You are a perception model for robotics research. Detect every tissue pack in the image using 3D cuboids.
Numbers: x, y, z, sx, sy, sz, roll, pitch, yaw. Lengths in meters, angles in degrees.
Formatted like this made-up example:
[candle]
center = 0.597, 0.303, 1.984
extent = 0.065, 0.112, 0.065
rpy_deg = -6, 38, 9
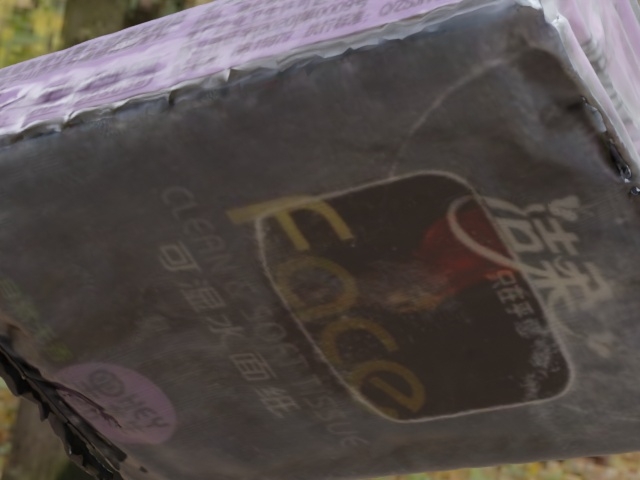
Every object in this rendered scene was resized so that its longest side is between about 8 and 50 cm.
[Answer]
[tissue pack]
center = 0.000, 0.000, 0.748
extent = 0.361, 0.122, 0.259
rpy_deg = -10, -49, 30
